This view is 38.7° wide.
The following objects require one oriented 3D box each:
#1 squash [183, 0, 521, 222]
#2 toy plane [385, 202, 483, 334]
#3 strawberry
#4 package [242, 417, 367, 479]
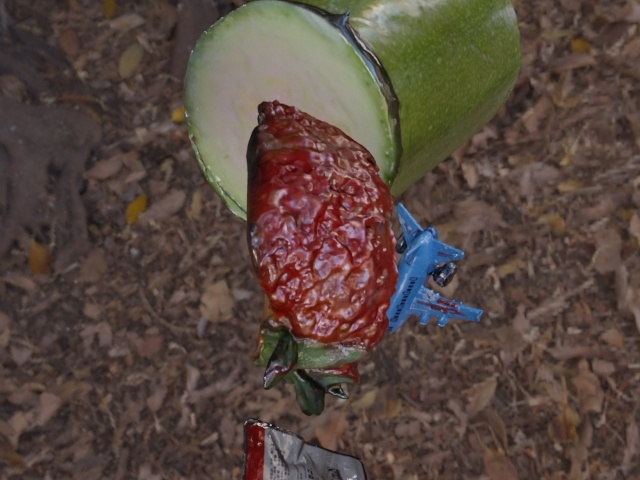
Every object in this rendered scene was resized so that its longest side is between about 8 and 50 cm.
[{"bbox_3d":[0.046,-0.179,1.013,0.263,0.263,0.384,6,26,28],"label":"squash"},{"bbox_3d":[0.137,0.060,1.401,0.254,0.271,0.105,40,62,18],"label":"toy plane"},{"bbox_3d":[0.000,0.003,0.509,0.085,0.141,0.192,-2,21,1],"label":"strawberry"},{"bbox_3d":[-0.015,0.324,1.154,0.030,0.239,0.154,-22,52,34],"label":"package"}]
